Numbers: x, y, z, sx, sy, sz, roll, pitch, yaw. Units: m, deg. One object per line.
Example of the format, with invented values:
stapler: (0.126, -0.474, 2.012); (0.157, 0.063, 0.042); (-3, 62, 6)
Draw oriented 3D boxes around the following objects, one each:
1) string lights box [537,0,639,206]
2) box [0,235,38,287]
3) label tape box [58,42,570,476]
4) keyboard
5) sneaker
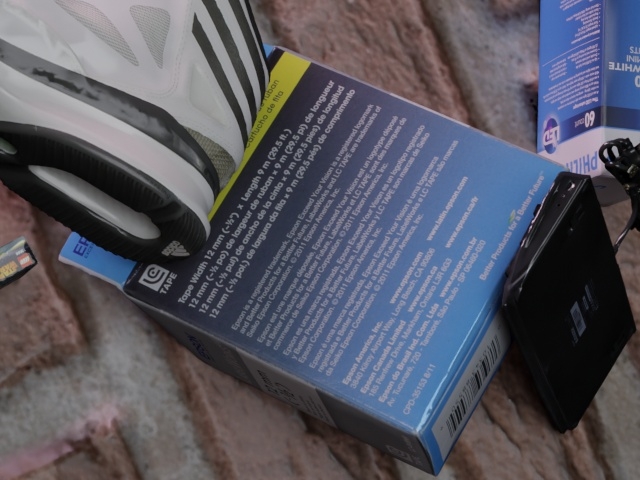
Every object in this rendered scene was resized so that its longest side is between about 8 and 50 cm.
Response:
string lights box: (0.250, -0.169, 1.604); (0.076, 0.133, 0.260); (5, 82, -18)
box: (-0.290, 0.045, 1.421); (0.137, 0.094, 0.027); (-30, 92, -19)
label tape box: (0.000, 0.000, 1.492); (0.347, 0.115, 0.249); (24, 73, 24)
keyboard: (0.220, 0.027, 1.500); (0.033, 0.317, 0.201); (28, 75, 25)
sneaker: (-0.237, -0.196, 1.425); (0.447, 0.169, 0.257); (34, 58, -14)
